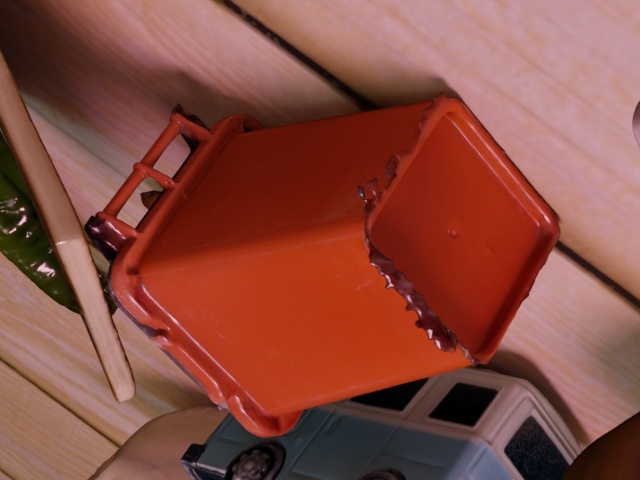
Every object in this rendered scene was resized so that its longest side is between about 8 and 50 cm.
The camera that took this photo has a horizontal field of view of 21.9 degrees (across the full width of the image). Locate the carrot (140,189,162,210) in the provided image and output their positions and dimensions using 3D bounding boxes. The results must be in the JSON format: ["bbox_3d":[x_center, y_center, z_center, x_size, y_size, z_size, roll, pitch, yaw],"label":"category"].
[{"bbox_3d":[-0.064,0.008,1.197,0.165,0.036,0.036,32,156,16],"label":"carrot"}]

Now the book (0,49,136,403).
[{"bbox_3d":[-0.193,-0.058,1.087,0.208,0.020,0.295,82,163,-58],"label":"book"}]

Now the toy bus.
[{"bbox_3d":[0.046,0.162,1.158,0.271,0.165,0.133,5,140,50],"label":"toy bus"}]

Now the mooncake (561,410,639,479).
[{"bbox_3d":[0.244,0.202,0.915,0.235,0.235,0.117,36,153,1],"label":"mooncake"}]

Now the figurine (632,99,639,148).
[{"bbox_3d":[0.171,-0.098,0.514,0.186,0.176,0.287,17,131,18],"label":"figurine"}]

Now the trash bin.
[{"bbox_3d":[0.000,0.000,0.964,0.184,0.161,0.238,47,147,-21],"label":"trash bin"}]

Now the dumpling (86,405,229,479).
[{"bbox_3d":[-0.102,0.222,1.519,0.250,0.162,0.132,6,106,32],"label":"dumpling"}]

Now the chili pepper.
[{"bbox_3d":[-0.253,-0.048,1.306,0.085,0.076,0.359,24,152,43],"label":"chili pepper"}]
